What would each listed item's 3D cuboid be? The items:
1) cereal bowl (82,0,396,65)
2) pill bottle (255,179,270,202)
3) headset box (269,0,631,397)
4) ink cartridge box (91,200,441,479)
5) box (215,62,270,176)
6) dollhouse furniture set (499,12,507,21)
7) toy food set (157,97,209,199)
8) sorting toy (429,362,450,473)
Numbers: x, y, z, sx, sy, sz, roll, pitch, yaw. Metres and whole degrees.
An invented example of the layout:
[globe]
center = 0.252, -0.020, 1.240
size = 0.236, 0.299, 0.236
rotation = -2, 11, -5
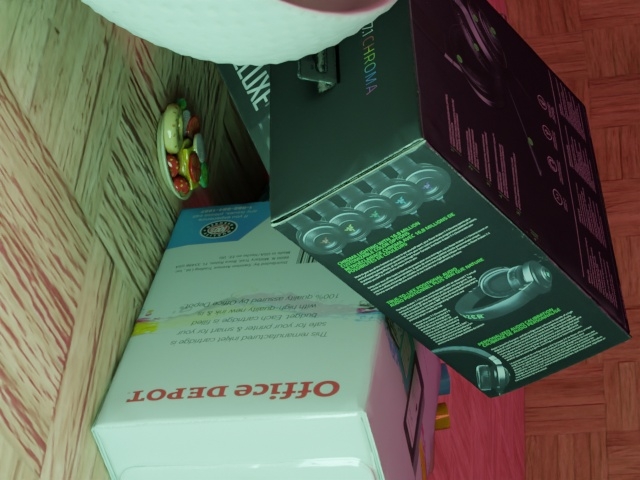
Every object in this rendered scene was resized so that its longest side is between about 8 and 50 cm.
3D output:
[cereal bowl]
center = -0.099, -0.253, 0.917
size = 0.339, 0.141, 0.339
rotation = 26, 48, -33
[pill bottle]
center = 0.000, 0.000, 1.363
size = 0.264, 0.146, 0.146
rotation = -65, 147, -64
[headset box]
center = 0.087, -0.065, 1.049
size = 0.283, 0.131, 0.246
rotation = 38, 35, -37
[ink cartridge box]
center = -0.026, 0.120, 1.108
size = 0.270, 0.198, 0.197
rotation = -75, 156, -53
[box]
center = 0.017, -0.133, 1.279
size = 0.307, 0.076, 0.242
rotation = 22, 37, -56
[dollhouse furniture set]
center = 0.205, -0.359, 2.250
size = 0.161, 0.181, 0.101
rotation = -8, 93, -76
[toy food set]
center = -0.114, -0.076, 1.187
size = 0.082, 0.020, 0.083
rotation = -42, 125, -73
[sorting toy]
center = 0.149, 0.196, 1.980
size = 0.196, 0.047, 0.348
rotation = -98, -177, -48
